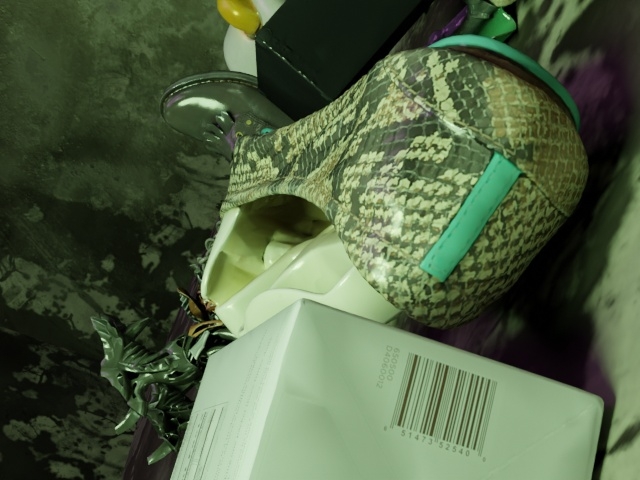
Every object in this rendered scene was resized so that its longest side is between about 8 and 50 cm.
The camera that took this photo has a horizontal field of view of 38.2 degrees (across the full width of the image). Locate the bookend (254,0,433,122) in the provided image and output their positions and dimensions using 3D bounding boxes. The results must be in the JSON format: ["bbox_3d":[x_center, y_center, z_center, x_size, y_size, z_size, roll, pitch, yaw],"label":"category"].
[{"bbox_3d":[0.027,-0.168,0.711,0.157,0.072,0.156,-49,-1,-5],"label":"bookend"}]

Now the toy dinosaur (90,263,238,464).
[{"bbox_3d":[-0.087,0.110,0.892,0.322,0.218,0.164,-95,-13,-62],"label":"toy dinosaur"}]

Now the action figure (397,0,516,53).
[{"bbox_3d":[0.077,-0.122,0.777,0.232,0.063,0.137,-55,5,41],"label":"action figure"}]

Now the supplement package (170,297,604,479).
[{"bbox_3d":[0.004,0.126,0.453,0.244,0.139,0.133,143,145,-70],"label":"supplement package"}]

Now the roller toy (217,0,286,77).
[{"bbox_3d":[-0.020,-0.272,1.209,0.191,0.209,0.146,-50,-7,-50],"label":"roller toy"}]

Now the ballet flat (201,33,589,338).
[{"bbox_3d":[0.000,0.000,0.631,0.182,0.164,0.483,-57,10,-10],"label":"ballet flat"}]

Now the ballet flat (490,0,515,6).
[{"bbox_3d":[0.157,-0.248,0.650,0.168,0.057,0.052,-69,20,2],"label":"ballet flat"}]

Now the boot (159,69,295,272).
[{"bbox_3d":[-0.072,-0.055,0.930,0.091,0.263,0.229,96,-168,-50],"label":"boot"}]
